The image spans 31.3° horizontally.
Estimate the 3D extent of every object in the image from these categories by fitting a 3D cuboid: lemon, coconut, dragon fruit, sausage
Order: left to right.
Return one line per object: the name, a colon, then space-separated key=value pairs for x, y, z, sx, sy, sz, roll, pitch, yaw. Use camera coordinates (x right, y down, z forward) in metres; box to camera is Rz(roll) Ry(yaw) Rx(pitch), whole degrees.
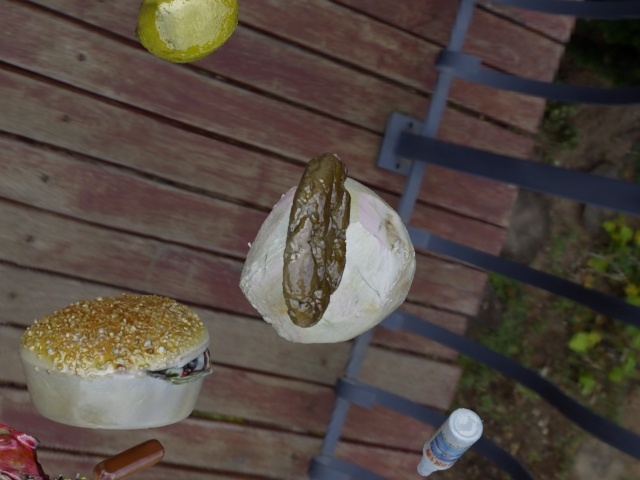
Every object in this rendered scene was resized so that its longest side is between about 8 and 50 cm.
dragon fruit: x=-0.470 y=0.312 z=1.461 sx=0.189 sy=0.262 sz=0.163 roll=14 pitch=55 yaw=-61
sausage: x=-0.307 y=0.355 z=1.823 sx=0.131 sy=0.039 sz=0.041 roll=-19 pitch=72 yaw=-47
lemon: x=-0.120 y=-0.210 z=1.062 sx=0.111 sy=0.082 sz=0.082 roll=-37 pitch=118 yaw=-30
coconut: x=0.027 y=0.027 z=2.015 sx=0.297 sy=0.297 sz=0.254 roll=10 pitch=141 yaw=-32

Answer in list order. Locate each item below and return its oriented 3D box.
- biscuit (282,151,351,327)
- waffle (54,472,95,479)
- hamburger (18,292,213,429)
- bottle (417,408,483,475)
biscuit: x=0.000 y=0.000 z=1.380 sx=0.042 sy=0.226 sz=0.226 roll=8 pitch=100 yaw=12
waffle: x=-0.353 y=0.424 z=1.565 sx=0.193 sy=0.070 sz=0.197 roll=48 pitch=68 yaw=-11
hamburger: x=-0.313 y=0.177 z=1.754 sx=0.302 sy=0.302 sz=0.170 roll=0 pitch=101 yaw=-30
bottle: x=0.203 y=0.337 z=1.867 sx=0.060 sy=0.217 sz=0.060 roll=6 pitch=61 yaw=-11
